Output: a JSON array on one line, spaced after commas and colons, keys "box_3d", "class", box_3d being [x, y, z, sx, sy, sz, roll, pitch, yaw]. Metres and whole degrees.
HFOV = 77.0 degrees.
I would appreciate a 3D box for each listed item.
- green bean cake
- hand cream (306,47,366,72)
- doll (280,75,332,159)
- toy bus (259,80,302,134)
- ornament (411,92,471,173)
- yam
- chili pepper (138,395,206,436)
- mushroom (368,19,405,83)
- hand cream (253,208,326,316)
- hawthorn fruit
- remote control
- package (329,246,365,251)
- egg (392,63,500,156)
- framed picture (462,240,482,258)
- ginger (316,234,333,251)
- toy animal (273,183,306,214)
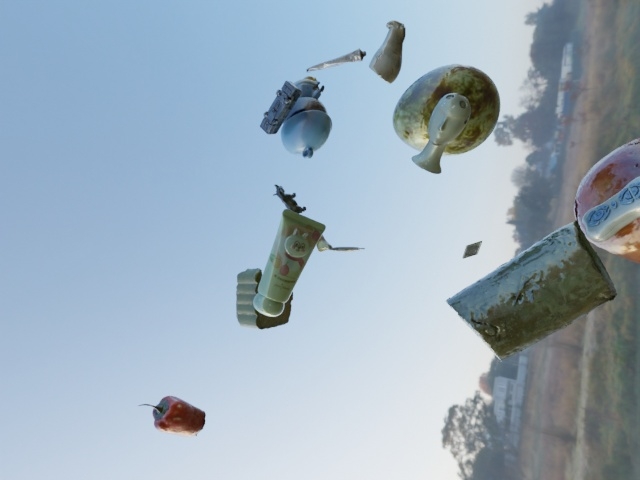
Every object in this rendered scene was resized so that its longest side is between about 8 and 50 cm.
[{"box_3d": [-0.215, 0.212, 1.539, 0.236, 0.124, 0.233, 8, -97, -60], "class": "green bean cake"}, {"box_3d": [0.023, -0.269, 0.605, 0.030, 0.093, 0.019, -58, -42, -64], "class": "hand cream"}, {"box_3d": [-0.045, -0.389, 1.293, 0.141, 0.177, 0.314, 30, -131, -44], "class": "doll"}, {"box_3d": [-0.119, -0.394, 1.203, 0.166, 0.047, 0.065, -50, -12, 29], "class": "toy bus"}, {"box_3d": [0.250, -0.221, 0.827, 0.081, 0.075, 0.156, -34, -27, -51], "class": "ornament"}, {"box_3d": [0.415, 0.100, 0.783, 0.168, 0.304, 0.168, 51, -167, -17], "class": "yam"}, {"box_3d": [-0.380, 0.441, 1.019, 0.192, 0.084, 0.086, 45, -114, -41], "class": "chili pepper"}, {"box_3d": [0.253, -0.665, 1.427, 0.116, 0.093, 0.225, 27, -91, -31], "class": "mushroom"}, {"box_3d": [-0.102, 0.071, 1.175, 0.147, 0.093, 0.306, 21, -87, -27], "class": "hand cream"}, {"box_3d": [0.710, -0.111, 0.841, 0.276, 0.276, 0.307, -55, -24, -39], "class": "hawthorn fruit"}, {"box_3d": [0.492, -0.051, 0.660, 0.032, 0.122, 0.074, 34, -139, -7], "class": "remote control"}, {"box_3d": [0.077, 0.026, 1.206, 0.037, 0.110, 0.015, 28, -118, -76], "class": "package"}, {"box_3d": [0.334, -0.346, 1.089, 0.238, 0.289, 0.238, 172, 90, -83], "class": "egg"}, {"box_3d": [0.586, 0.036, 1.555, 0.089, 0.066, 0.007, 81, 172, -54], "class": "framed picture"}, {"box_3d": [-0.003, -0.002, 1.346, 0.057, 0.137, 0.044, -7, -48, -28], "class": "ginger"}, {"box_3d": [-0.111, -0.139, 1.357, 0.136, 0.047, 0.065, 52, -151, 4], "class": "toy animal"}]
